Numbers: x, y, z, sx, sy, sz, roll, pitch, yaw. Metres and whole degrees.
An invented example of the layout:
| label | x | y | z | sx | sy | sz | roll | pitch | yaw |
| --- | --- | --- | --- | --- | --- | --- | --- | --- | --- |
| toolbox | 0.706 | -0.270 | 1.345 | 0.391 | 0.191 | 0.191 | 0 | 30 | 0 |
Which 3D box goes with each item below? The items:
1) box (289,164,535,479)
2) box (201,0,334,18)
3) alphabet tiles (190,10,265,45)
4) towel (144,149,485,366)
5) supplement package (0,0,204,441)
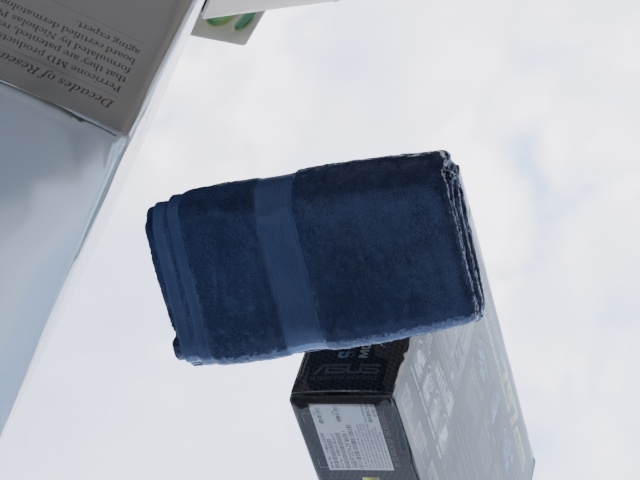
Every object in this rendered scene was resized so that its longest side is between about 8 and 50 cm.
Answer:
| label | x | y | z | sx | sy | sz | roll | pitch | yaw |
| --- | --- | --- | --- | --- | --- | --- | --- | --- | --- |
| box | 0.058 | 0.104 | 1.030 | 0.059 | 0.233 | 0.183 | -2 | -141 | 20 |
| box | 0.033 | -0.175 | 1.135 | 0.201 | 0.021 | 0.164 | -10 | 173 | -11 |
| alphabet tiles | -0.087 | -0.266 | 1.353 | 0.285 | 0.342 | 0.011 | -56 | -137 | 33 |
| towel | -0.002 | 0.007 | 0.677 | 0.119 | 0.067 | 0.029 | -9 | -171 | 23 |
| supplement package | -0.197 | -0.068 | 0.711 | 0.145 | 0.261 | 0.204 | -70 | -174 | -46 |
